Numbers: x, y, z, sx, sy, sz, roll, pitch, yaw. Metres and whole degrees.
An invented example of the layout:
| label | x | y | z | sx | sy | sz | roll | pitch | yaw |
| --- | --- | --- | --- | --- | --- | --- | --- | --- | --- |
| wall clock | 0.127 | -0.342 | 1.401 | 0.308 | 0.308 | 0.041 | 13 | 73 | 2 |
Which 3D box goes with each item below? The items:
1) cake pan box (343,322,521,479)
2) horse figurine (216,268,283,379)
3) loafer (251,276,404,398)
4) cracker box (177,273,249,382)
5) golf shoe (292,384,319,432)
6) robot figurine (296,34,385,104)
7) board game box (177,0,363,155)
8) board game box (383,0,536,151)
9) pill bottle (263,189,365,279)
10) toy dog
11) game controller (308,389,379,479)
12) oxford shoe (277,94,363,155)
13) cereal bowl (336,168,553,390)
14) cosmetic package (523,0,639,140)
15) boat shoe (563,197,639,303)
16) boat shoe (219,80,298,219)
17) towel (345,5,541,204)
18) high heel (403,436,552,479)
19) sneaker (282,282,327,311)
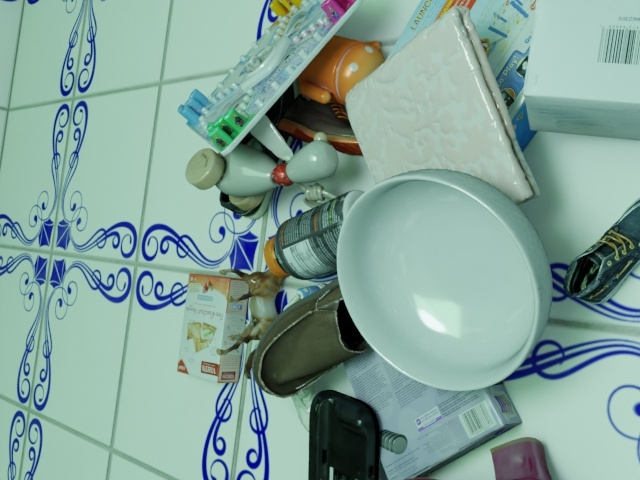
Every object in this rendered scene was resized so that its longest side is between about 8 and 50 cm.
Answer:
| label | x | y | z | sx | sy | sz | roll | pitch | yaw |
| --- | --- | --- | --- | --- | --- | --- | --- | --- | --- |
| cake pan box | 0.181 | 0.253 | 1.251 | 0.267 | 0.070 | 0.246 | -43 | 58 | 31 |
| horse figurine | -0.135 | 0.148 | 1.527 | 0.066 | 0.174 | 0.263 | 11 | 104 | 41 |
| loafer | 0.017 | 0.156 | 1.304 | 0.366 | 0.134 | 0.130 | -44 | 15 | 12 |
| cracker box | -0.245 | 0.197 | 1.670 | 0.155 | 0.067 | 0.232 | 2 | 85 | 45 |
| golf shoe | -0.031 | 0.305 | 1.423 | 0.069 | 0.086 | 0.176 | -34 | 58 | -1 |
| robot figurine | 0.040 | -0.336 | 1.439 | 0.219 | 0.158 | 0.128 | 25 | 113 | 36 |
| board game box | -0.120 | -0.362 | 1.469 | 0.390 | 0.050 | 0.390 | -48 | 26 | -1 |
| board game box | 0.284 | -0.331 | 1.237 | 0.302 | 0.086 | 0.308 | 48 | 116 | 38 |
| pill bottle | 0.000 | 0.000 | 1.423 | 0.245 | 0.130 | 0.131 | -22 | 68 | 40 |
| toy dog | -0.102 | -0.169 | 1.455 | 0.333 | 0.220 | 0.161 | 1 | 70 | 20 |
| game controller | 0.041 | 0.436 | 1.324 | 0.166 | 0.067 | 0.319 | 6 | 98 | 42 |
| oxford shoe | 0.018 | -0.239 | 1.475 | 0.271 | 0.097 | 0.098 | 24 | 92 | 42 |
| cereal bowl | 0.197 | 0.048 | 1.111 | 0.339 | 0.141 | 0.339 | 16 | 116 | 36 |
| cosmetic package | 0.394 | -0.220 | 0.968 | 0.224 | 0.224 | 0.138 | 9 | 90 | 19 |
| boat shoe | 0.422 | 0.013 | 1.046 | 0.065 | 0.083 | 0.183 | 42 | 112 | 40 |
| boat shoe | -0.148 | -0.219 | 1.614 | 0.127 | 0.113 | 0.340 | 28 | 103 | 43 |
| towel | 0.185 | -0.167 | 1.211 | 0.332 | 0.053 | 0.317 | -27 | 83 | 57 |
| high heel | 0.197 | 0.450 | 1.120 | 0.377 | 0.127 | 0.181 | -42 | 24 | 29 |
| sneaker | -0.056 | 0.172 | 1.482 | 0.080 | 0.081 | 0.211 | 42 | 113 | 38 |
